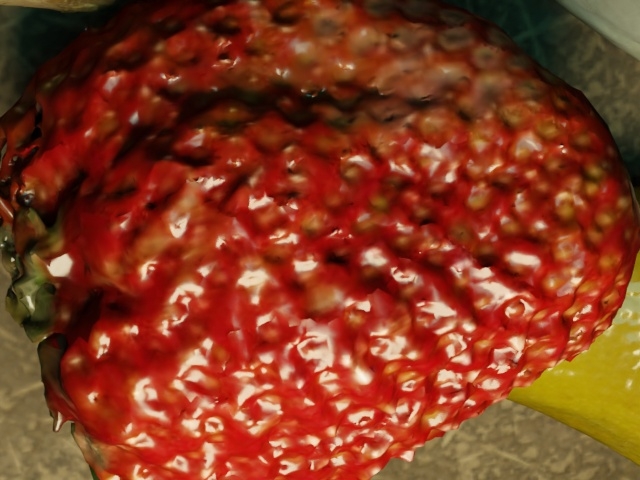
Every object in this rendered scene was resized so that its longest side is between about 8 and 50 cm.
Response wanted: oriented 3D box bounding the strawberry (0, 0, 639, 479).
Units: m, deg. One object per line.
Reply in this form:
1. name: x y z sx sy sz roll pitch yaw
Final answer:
1. strawberry: 0.000 0.000 0.961 0.351 0.267 0.312 -7 113 12

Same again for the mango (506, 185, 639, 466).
1. mango: 0.245 0.059 1.122 0.332 0.142 0.195 26 103 -18

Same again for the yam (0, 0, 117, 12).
1. yam: -0.219 -0.194 0.913 0.238 0.129 0.128 4 83 -12

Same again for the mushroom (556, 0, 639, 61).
1. mushroom: 0.222 -0.154 1.044 0.351 0.097 0.109 29 104 -27
